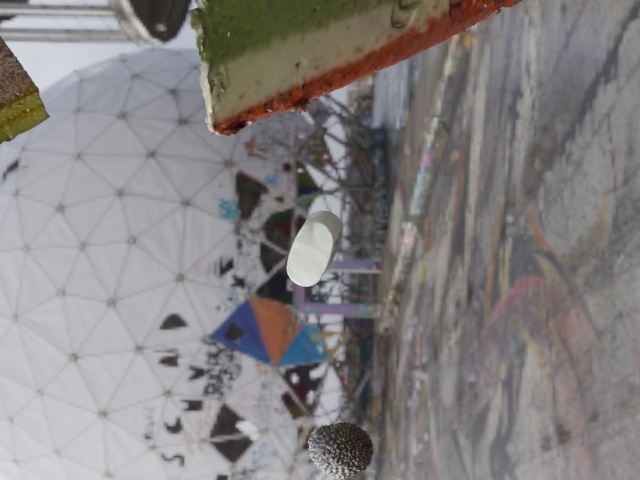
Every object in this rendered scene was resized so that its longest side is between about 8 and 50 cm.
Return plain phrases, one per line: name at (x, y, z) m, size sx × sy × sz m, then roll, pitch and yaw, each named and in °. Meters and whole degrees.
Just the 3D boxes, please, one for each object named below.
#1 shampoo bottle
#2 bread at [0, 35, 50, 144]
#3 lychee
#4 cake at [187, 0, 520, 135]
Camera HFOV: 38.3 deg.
shampoo bottle at (0.000, 0.000, 1.025) m, size 0.152 × 0.045 × 0.077 m, roll -49°, pitch -21°, yaw -75°
bread at (-0.243, -0.094, 0.626) m, size 0.090 × 0.094 × 0.035 m, roll 46°, pitch 159°, yaw 37°
lychee at (0.024, 0.240, 1.061) m, size 0.068 × 0.083 × 0.067 m, roll 39°, pitch 101°, yaw 43°
cake at (0.008, -0.135, 0.403) m, size 0.117 × 0.220 × 0.086 m, roll 35°, pitch 144°, yaw 41°
